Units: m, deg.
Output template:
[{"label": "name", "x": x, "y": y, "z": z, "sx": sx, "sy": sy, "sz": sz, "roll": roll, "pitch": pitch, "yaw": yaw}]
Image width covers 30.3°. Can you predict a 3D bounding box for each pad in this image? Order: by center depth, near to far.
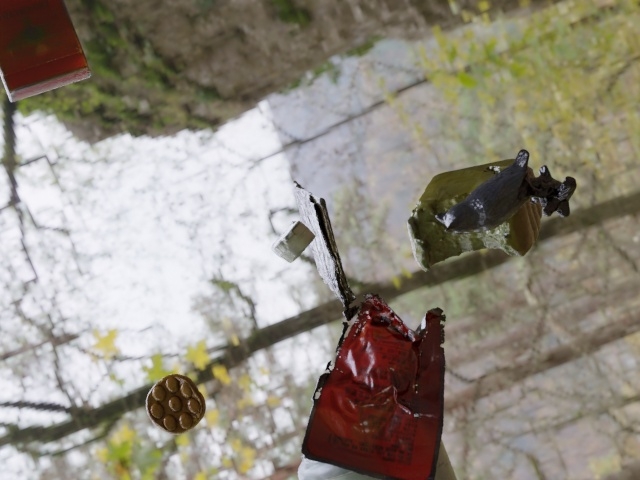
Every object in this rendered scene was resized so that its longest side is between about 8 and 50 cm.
[{"label": "pad", "x": -0.001, "y": 0.000, "z": 1.832, "sx": 0.233, "sy": 0.022, "sz": 0.174, "roll": -136, "pitch": 28, "yaw": -74}]

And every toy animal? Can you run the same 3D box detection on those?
[{"label": "toy animal", "x": 0.287, "y": -0.074, "z": 1.875, "sx": 0.121, "sy": 0.210, "sz": 0.117, "roll": -129, "pitch": 27, "yaw": -61}]

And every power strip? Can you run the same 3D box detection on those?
[{"label": "power strip", "x": -0.034, "y": 0.002, "z": 1.396, "sx": 0.030, "sy": 0.047, "sz": 0.191, "roll": 41, "pitch": 178, "yaw": -3}]

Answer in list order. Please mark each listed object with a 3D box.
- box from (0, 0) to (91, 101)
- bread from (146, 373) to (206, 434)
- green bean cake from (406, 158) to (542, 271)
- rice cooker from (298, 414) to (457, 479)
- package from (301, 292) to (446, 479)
[{"label": "box", "x": -0.380, "y": -0.280, "z": 1.531, "sx": 0.048, "sy": 0.112, "sz": 0.175, "roll": 146, "pitch": 104, "yaw": -76}, {"label": "bread", "x": -0.260, "y": 0.294, "z": 2.123, "sx": 0.024, "sy": 0.110, "sz": 0.110, "roll": 40, "pitch": -151, "yaw": -79}, {"label": "green bean cake", "x": 0.298, "y": -0.052, "z": 2.276, "sx": 0.124, "sy": 0.236, "sz": 0.233, "roll": 69, "pitch": -154, "yaw": -23}, {"label": "rice cooker", "x": 0.112, "y": 0.441, "z": 1.926, "sx": 0.264, "sy": 0.317, "sz": 0.316, "roll": -18, "pitch": -94, "yaw": -58}, {"label": "package", "x": 0.093, "y": 0.207, "z": 1.699, "sx": 0.071, "sy": 0.194, "sz": 0.269, "roll": 75, "pitch": -151, "yaw": -56}]
